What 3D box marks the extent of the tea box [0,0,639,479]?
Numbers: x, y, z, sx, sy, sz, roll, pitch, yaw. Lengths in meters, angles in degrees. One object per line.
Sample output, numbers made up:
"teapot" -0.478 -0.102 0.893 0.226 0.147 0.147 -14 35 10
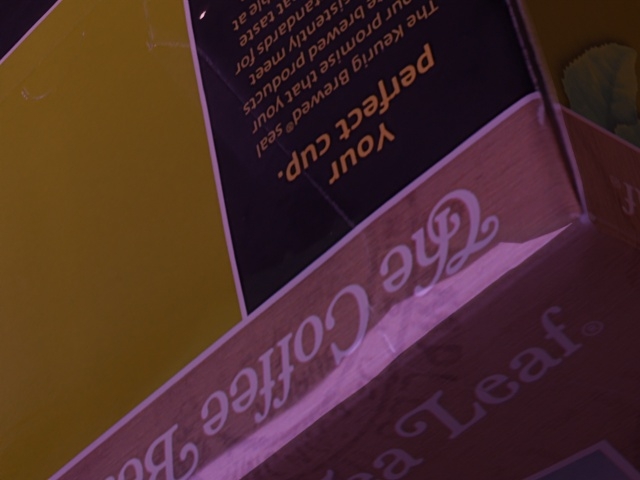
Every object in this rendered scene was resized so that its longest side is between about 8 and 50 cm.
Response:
"tea box" 0.000 0.000 0.629 0.329 0.220 0.323 -39 43 31
